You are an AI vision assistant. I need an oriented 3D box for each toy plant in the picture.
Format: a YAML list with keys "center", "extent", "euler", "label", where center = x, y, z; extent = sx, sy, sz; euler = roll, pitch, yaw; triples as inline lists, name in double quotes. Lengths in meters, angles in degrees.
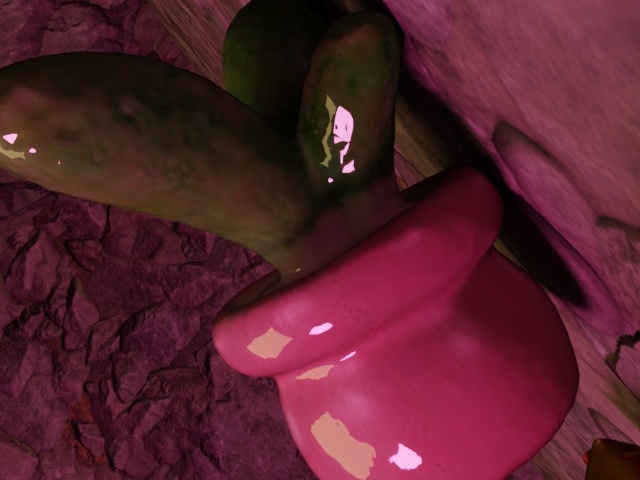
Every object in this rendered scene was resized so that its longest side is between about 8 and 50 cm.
- center: [0.000, 0.006, 0.583]
  extent: [0.356, 0.210, 0.317]
  euler: [61, -143, -9]
  label: "toy plant"

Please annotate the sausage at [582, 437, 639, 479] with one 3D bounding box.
- center: [0.257, 0.221, 0.609]
  extent: [0.125, 0.117, 0.317]
  euler: [39, -177, -14]
  label: "sausage"
